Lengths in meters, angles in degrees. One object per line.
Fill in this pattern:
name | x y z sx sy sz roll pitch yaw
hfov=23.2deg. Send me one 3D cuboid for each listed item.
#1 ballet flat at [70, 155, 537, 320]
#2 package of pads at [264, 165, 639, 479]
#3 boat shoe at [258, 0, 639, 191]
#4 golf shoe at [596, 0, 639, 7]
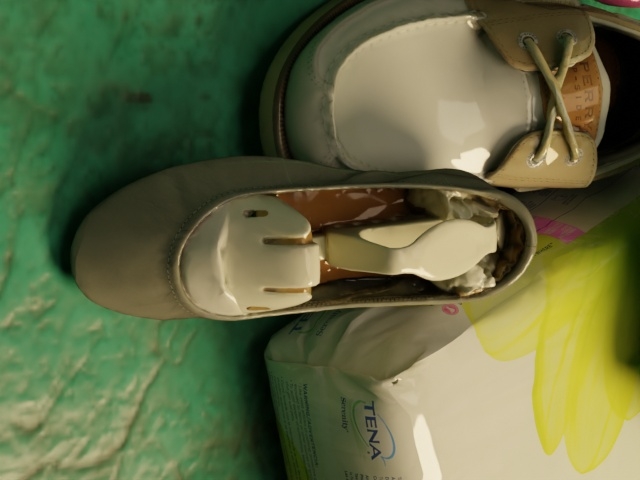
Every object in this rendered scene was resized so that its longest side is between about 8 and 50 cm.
ballet flat | 0.000 0.000 0.682 0.213 0.068 0.072 -5 106 -26
package of pads | 0.110 0.097 0.843 0.296 0.101 0.229 -30 118 -42
boat shoe | 0.100 -0.080 0.802 0.302 0.103 0.113 -16 107 -46
golf shoe | 0.184 -0.191 0.886 0.306 0.140 0.115 12 106 -27
